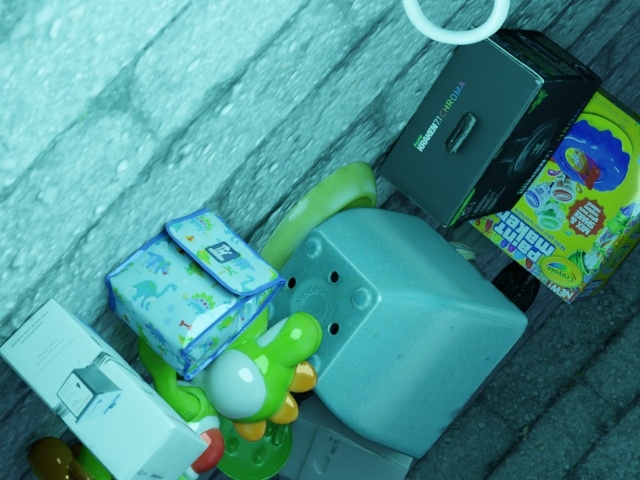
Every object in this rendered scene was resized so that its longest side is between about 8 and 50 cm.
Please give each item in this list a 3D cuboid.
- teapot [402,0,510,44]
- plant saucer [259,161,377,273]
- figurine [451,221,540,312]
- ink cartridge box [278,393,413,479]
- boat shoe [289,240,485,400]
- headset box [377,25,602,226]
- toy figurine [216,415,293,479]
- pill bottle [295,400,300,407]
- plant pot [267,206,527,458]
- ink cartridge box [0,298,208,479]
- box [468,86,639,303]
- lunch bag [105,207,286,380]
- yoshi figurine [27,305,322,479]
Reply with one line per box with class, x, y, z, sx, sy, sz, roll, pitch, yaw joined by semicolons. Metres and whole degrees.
teapot;0.169;-0.345;1.205;0.252;0.187;0.256;-44;162;-16
plant saucer;0.000;0.000;1.753;0.241;0.037;0.241;-42;161;-18
figurine;0.335;-0.013;2.238;0.092;0.215;0.209;-4;146;-31
ink cartridge box;0.080;0.272;2.115;0.270;0.197;0.198;-59;172;-38
boat shoe;0.096;0.143;1.915;0.355;0.130;0.132;-37;160;15
headset box;0.238;-0.163;1.826;0.246;0.131;0.283;-57;160;21
toy figurine;-0.108;0.300;2.043;0.159;0.130;0.173;117;-7;-73
pill bottle;-0.063;0.277;2.156;0.083;0.043;0.043;-49;162;-2
plant pot;0.060;0.102;1.678;0.248;0.247;0.252;-53;143;13
ink cartridge box;-0.218;0.163;1.322;0.082;0.190;0.139;-47;162;-7
box;0.381;-0.100;2.029;0.279;0.290;0.177;-55;161;16
lunch bag;-0.132;0.049;1.394;0.151;0.129;0.096;-40;160;-24
yoshi figurine;-0.175;0.165;1.549;0.362;0.203;0.203;-36;122;3
